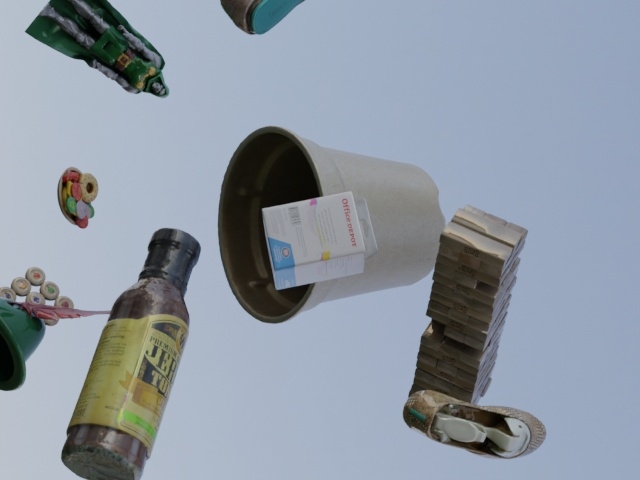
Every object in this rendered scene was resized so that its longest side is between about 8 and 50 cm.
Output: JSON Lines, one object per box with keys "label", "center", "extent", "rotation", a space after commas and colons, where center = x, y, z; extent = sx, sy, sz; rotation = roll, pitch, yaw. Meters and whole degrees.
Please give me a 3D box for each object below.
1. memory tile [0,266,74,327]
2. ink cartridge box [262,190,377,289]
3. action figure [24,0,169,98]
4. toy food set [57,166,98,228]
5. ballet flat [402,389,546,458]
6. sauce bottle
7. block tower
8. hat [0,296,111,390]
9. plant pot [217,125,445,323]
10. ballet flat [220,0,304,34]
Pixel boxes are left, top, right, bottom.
{"label": "memory tile", "center": [-0.516, 0.116, 2.498], "extent": [0.113, 0.148, 0.012], "rotation": [46, -42, 3]}
{"label": "ink cartridge box", "center": [0.000, 0.000, 1.914], "extent": [0.090, 0.143, 0.092], "rotation": [90, -11, -70]}
{"label": "action figure", "center": [-0.325, -0.300, 2.195], "extent": [0.137, 0.232, 0.063], "rotation": [-48, -164, 12]}
{"label": "toy food set", "center": [-0.330, -0.059, 1.918], "extent": [0.020, 0.083, 0.083], "rotation": [-6, -110, 21]}
{"label": "ballet flat", "center": [0.196, 0.234, 1.718], "extent": [0.067, 0.206, 0.073], "rotation": [37, -68, 65]}
{"label": "sauce bottle", "center": [-0.231, 0.139, 1.809], "extent": [0.111, 0.111, 0.344], "rotation": [-46, -155, 55]}
{"label": "block tower", "center": [0.193, 0.103, 1.872], "extent": [0.097, 0.091, 0.336], "rotation": [24, -43, 16]}
{"label": "hat", "center": [-0.429, 0.107, 2.078], "extent": [0.208, 0.183, 0.173], "rotation": [45, -40, 6]}
{"label": "plant pot", "center": [0.034, -0.027, 2.464], "extent": [0.333, 0.305, 0.334], "rotation": [1, -89, 54]}
{"label": "ballet flat", "center": [-0.033, -0.440, 2.243], "extent": [0.106, 0.316, 0.108], "rotation": [36, -33, 32]}
